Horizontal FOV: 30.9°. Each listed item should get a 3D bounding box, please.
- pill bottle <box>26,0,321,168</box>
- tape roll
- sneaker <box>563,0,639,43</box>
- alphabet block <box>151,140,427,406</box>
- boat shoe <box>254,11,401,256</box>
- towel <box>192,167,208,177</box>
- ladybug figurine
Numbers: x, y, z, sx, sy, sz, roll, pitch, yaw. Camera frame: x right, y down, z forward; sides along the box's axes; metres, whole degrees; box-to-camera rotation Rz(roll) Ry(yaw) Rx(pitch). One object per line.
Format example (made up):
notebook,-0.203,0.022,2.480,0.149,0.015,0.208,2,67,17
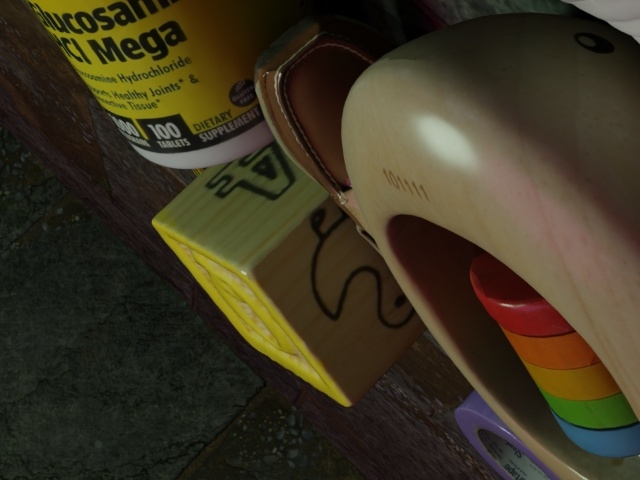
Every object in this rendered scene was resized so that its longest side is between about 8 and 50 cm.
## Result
pill bottle,-0.134,-0.224,0.832,0.188,0.188,0.334,30,160,44
tape roll,0.241,0.219,1.250,0.189,0.080,0.189,42,165,14
sneaker,0.219,-0.104,0.420,0.129,0.111,0.297,34,175,-24
alphabet block,0.000,0.000,1.067,0.193,0.197,0.192,23,154,55
boat shoe,0.079,-0.036,0.876,0.324,0.122,0.120,45,-174,-38
towel,-0.158,-0.139,1.359,0.237,0.021,0.102,60,-160,-46
ladybug figurine,0.186,0.035,0.719,0.305,0.162,0.449,26,156,52
